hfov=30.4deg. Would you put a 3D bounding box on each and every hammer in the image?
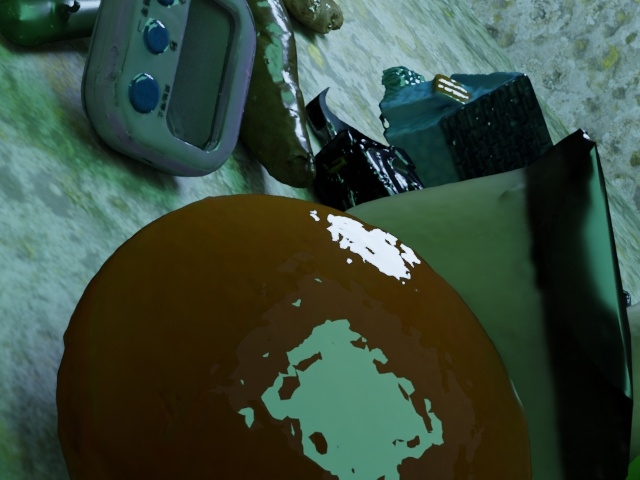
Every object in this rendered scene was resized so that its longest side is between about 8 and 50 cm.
[{"bbox_3d":[0.075,-0.144,1.782,0.290,0.037,0.137,22,37,-53],"label":"hammer"},{"bbox_3d":[-0.225,-0.249,1.241,0.206,0.119,0.335,51,26,4],"label":"hammer"}]

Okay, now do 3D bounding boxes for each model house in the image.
[{"bbox_3d":[0.238,-0.148,1.732,0.226,0.241,0.261,-74,144,-57],"label":"model house"}]

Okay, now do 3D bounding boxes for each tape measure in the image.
[{"bbox_3d":[0.089,-0.045,1.545,0.199,0.112,0.186,8,49,-60],"label":"tape measure"}]

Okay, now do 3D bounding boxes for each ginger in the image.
[{"bbox_3d":[-0.027,-0.402,1.958,0.213,0.074,0.137,44,21,-36],"label":"ginger"}]

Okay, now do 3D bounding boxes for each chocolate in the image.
[{"bbox_3d":[0.118,0.093,1.091,0.326,0.297,0.314,88,-3,-70],"label":"chocolate"}]

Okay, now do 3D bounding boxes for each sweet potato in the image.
[{"bbox_3d":[-0.079,-0.208,1.448,0.130,0.130,0.423,27,36,-48],"label":"sweet potato"}]

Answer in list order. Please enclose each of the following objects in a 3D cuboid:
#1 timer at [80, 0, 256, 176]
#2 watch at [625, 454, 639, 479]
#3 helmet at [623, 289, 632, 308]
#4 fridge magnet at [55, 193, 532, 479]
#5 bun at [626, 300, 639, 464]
[{"bbox_3d":[-0.149,-0.175,1.180,0.191,0.069,0.208,23,74,-51],"label":"timer"},{"bbox_3d":[0.492,0.381,1.649,0.152,0.165,0.131,22,10,-26],"label":"watch"},{"bbox_3d":[0.568,0.106,2.360,0.098,0.070,0.123,19,44,-45],"label":"helmet"},{"bbox_3d":[-0.012,0.130,0.842,0.363,0.155,0.363,16,51,-20],"label":"fridge magnet"},{"bbox_3d":[0.541,0.199,1.792,0.361,0.361,0.213,38,-3,-32],"label":"bun"}]
